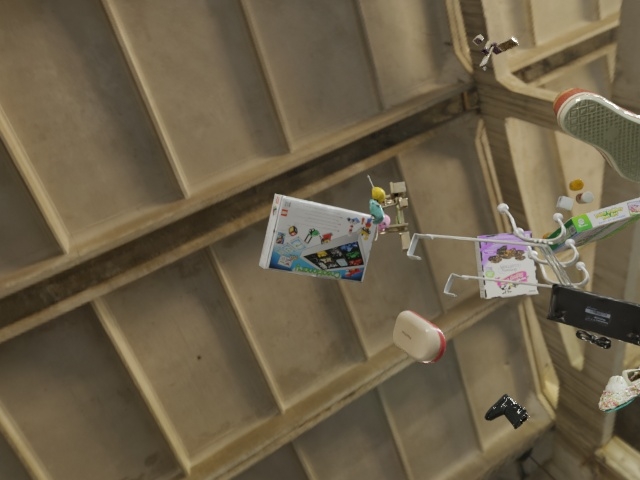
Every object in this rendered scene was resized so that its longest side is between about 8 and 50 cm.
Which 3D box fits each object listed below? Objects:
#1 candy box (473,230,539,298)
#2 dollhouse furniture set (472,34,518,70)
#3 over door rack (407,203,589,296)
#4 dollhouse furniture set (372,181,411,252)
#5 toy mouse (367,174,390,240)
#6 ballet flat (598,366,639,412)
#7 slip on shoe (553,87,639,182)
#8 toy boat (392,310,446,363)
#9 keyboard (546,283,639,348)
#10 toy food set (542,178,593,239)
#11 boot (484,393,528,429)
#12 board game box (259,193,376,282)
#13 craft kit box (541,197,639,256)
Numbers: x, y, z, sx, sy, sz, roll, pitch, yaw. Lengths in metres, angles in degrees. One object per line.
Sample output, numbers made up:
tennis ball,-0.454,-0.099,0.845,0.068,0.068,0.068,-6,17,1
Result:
candy box,0.576,0.077,1.683,0.164,0.070,0.197,-6,-94,3
dollhouse furniture set,0.489,-0.539,1.534,0.090,0.114,0.081,30,-99,-19
over door rack,0.385,0.026,1.180,0.239,0.324,0.108,40,-127,-44
dollhouse furniture set,0.222,-0.067,1.689,0.101,0.182,0.161,-8,-18,4
toy mouse,0.152,-0.063,1.371,0.031,0.143,0.161,-7,-33,18
ballet flat,0.857,0.409,1.520,0.240,0.077,0.091,-12,-14,-27
slip on shoe,0.628,-0.227,1.153,0.331,0.101,0.123,24,-56,-19
toy boat,0.381,0.355,1.984,0.151,0.231,0.151,8,-78,-28
keyboard,0.530,0.152,1.037,0.023,0.180,0.108,-20,-62,-47
toy food set,0.871,-0.094,1.904,0.111,0.104,0.233,17,-90,0
boot,0.611,0.574,1.775,0.121,0.099,0.045,-49,-44,6
board game box,0.000,0.000,1.451,0.305,0.053,0.193,11,-84,-30
craft kit box,0.853,-0.038,1.702,0.246,0.061,0.250,-13,-18,-5
